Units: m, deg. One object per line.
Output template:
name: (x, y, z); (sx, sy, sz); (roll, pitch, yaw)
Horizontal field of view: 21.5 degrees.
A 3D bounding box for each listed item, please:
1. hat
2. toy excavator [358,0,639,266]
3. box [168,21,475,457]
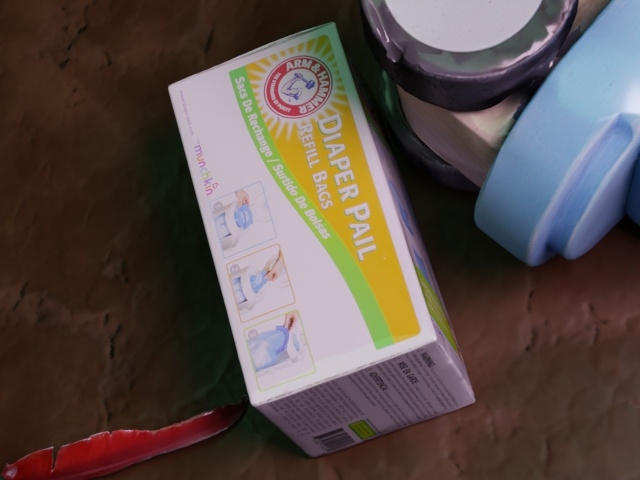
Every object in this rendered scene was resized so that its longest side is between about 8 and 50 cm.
hat: (-0.176, 0.180, 0.974); (0.208, 0.183, 0.173); (-35, 45, 49)
toy excavator: (0.301, -0.106, 0.867); (0.445, 0.222, 0.433); (40, 83, 12)
box: (0.000, 0.000, 0.941); (0.103, 0.114, 0.203); (-20, 64, 8)
